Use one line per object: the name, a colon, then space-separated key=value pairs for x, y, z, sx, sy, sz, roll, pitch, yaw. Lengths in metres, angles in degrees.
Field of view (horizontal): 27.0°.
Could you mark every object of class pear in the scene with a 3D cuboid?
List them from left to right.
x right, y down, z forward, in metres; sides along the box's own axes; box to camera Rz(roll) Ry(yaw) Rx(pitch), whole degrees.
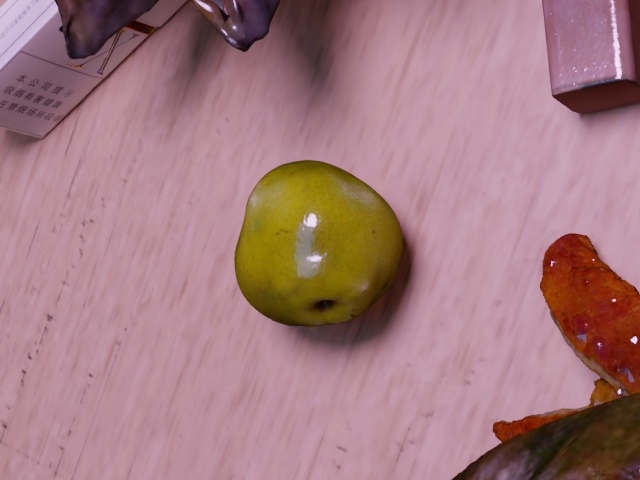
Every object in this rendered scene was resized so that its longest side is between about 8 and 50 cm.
pear: x=0.000 y=0.000 z=0.706 sx=0.092 sy=0.092 sz=0.097 roll=-21 pitch=55 yaw=26

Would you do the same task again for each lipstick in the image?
lipstick: x=0.135 y=-0.141 z=0.669 sx=0.045 sy=0.045 sz=0.145 roll=-10 pitch=77 yaw=27

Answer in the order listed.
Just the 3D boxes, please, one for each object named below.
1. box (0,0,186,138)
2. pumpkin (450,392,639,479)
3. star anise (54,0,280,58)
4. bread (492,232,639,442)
box: x=-0.153 y=-0.129 z=0.815 sx=0.154 sy=0.084 sz=0.040 roll=-39 pitch=65 yaw=20
pumpkin: x=0.065 y=0.220 z=0.580 sx=0.258 sy=0.095 sz=0.290 roll=-26 pitch=58 yaw=60
star anise: x=-0.085 y=-0.249 z=0.662 sx=0.331 sy=0.117 sz=0.332 roll=12 pitch=112 yaw=30
bread: x=0.190 y=0.073 z=0.574 sx=0.269 sy=0.095 sz=0.139 roll=10 pitch=79 yaw=35
